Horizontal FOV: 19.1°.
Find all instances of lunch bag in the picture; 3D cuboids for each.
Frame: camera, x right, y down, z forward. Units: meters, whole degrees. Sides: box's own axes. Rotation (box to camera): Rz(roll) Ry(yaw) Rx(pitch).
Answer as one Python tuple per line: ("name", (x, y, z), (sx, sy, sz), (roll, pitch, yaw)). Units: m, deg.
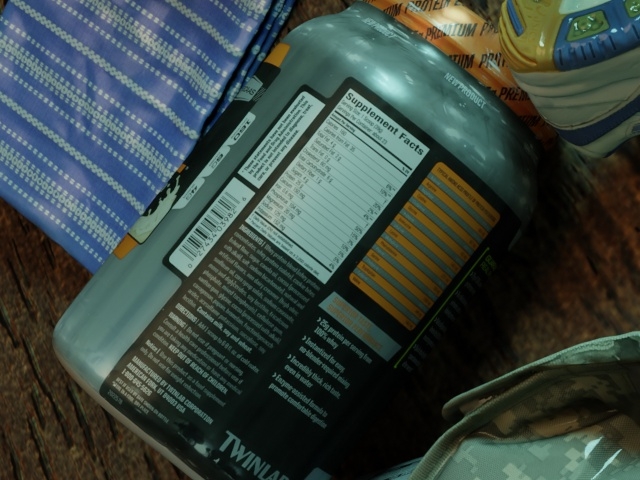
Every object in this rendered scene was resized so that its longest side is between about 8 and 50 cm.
("lunch bag", (0.153, 0.170, 0.966), (0.169, 0.235, 0.287), (43, 108, 39))

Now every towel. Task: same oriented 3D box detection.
("towel", (-0.156, -0.158, 1.476), (0.243, 0.040, 0.336), (37, 105, 29))

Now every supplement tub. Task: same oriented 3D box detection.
("supplement tub", (0.000, 0.000, 1.172), (0.316, 0.193, 0.193), (-51, 45, -3))

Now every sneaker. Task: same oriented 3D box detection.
("sneaker", (0.253, -0.134, 1.063), (0.296, 0.131, 0.112), (-15, 51, 17))

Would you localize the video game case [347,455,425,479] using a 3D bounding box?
("video game case", (-0.048, 0.221, 1.153), (0.269, 0.244, 0.061), (-23, 92, 39))
